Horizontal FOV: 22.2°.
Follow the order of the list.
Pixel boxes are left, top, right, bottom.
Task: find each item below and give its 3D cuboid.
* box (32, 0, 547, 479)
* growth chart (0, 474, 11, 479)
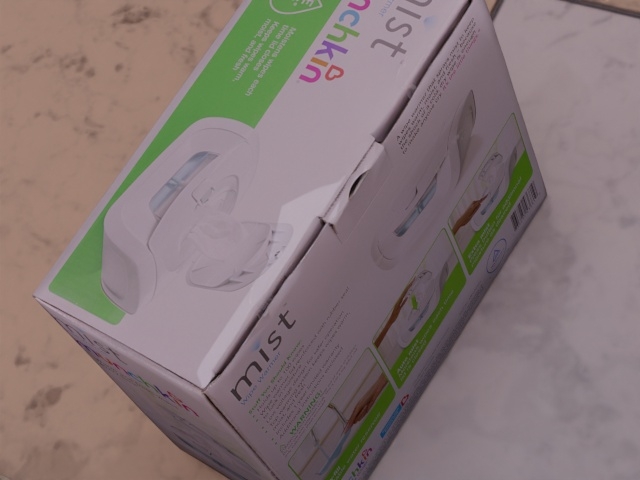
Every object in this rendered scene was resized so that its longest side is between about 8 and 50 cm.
[{"bbox_3d":[0.000,0.000,0.918,0.127,0.231,0.262,26,74,28],"label":"box"},{"bbox_3d":[-0.210,0.221,0.991,0.237,0.021,0.172,1,62,19],"label":"growth chart"}]
